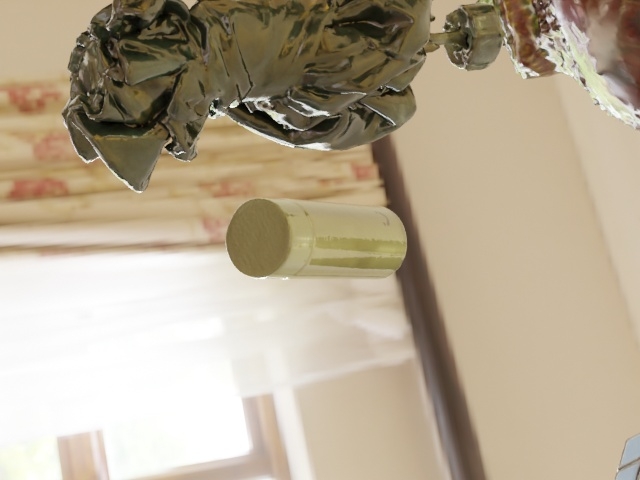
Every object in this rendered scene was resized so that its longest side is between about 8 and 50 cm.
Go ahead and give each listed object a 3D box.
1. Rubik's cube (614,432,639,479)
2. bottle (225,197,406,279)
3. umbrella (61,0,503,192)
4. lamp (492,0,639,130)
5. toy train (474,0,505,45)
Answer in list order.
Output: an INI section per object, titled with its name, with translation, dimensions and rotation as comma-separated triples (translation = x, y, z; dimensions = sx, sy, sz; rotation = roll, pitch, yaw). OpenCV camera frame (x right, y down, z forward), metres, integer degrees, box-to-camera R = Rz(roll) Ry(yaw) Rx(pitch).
[Rubik's cube]
translation = 0.521, 0.358, 1.818
dimensions = 0.319, 0.264, 0.319
rotation = -45, -157, 25
[bottle]
translation = 0.000, 0.000, 1.282
dimensions = 0.072, 0.201, 0.072
rotation = -1, -92, 32
[umbrella]
translation = -0.009, -0.125, 1.000
dimensions = 0.094, 0.349, 0.143
rotation = 61, -37, 30
[lamp]
translation = 0.140, -0.116, 0.621
dimensions = 0.157, 0.135, 0.156
rotation = -52, 123, -68
[toy train]
translation = 0.182, -0.225, 1.367
dimensions = 0.053, 0.033, 0.083
rotation = 47, -48, 7
